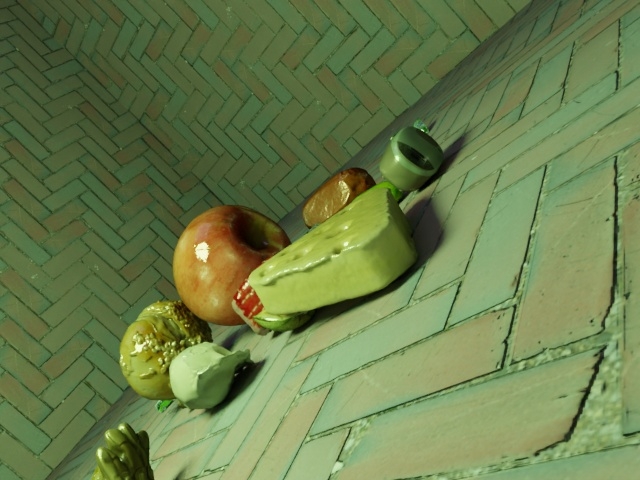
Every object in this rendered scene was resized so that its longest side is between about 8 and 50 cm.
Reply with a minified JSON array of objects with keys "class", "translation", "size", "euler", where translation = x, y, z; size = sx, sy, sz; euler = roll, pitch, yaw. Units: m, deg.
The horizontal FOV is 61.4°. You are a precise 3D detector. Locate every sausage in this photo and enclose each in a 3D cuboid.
[{"class":"sausage","translation":[0.058,-0.117,1.695],"size":[0.268,0.153,0.141],"euler":[-38,-23,33]}]

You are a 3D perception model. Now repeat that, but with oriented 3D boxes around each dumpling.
[{"class":"dumpling","translation":[-0.250,0.307,1.252],"size":[0.193,0.147,0.258],"euler":[-12,-21,-38]}]

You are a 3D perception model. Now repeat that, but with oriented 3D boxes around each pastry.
[{"class":"pastry","translation":[-0.424,0.313,1.580],"size":[0.184,0.284,0.315],"euler":[-20,12,26]}]

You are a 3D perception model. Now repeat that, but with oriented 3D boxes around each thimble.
[{"class":"thimble","translation":[-0.123,0.135,1.345],"size":[0.189,0.125,0.163],"euler":[-48,-10,-1]}]

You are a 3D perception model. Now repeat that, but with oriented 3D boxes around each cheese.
[{"class":"cheese","translation":[0.017,0.038,1.109],"size":[0.384,0.104,0.384],"euler":[-30,12,7]}]

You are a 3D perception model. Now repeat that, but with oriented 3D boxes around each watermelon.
[{"class":"watermelon","translation":[0.373,-0.404,2.001],"size":[0.061,0.085,0.085],"euler":[-3,-14,-28]}]

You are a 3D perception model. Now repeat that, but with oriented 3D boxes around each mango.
[{"class":"mango","translation":[0.147,-0.096,1.454],"size":[0.163,0.089,0.117],"euler":[-33,0,-2]}]

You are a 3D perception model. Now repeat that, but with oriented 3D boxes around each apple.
[{"class":"apple","translation":[-0.259,0.082,1.590],"size":[0.364,0.364,0.364],"euler":[-44,8,8]}]

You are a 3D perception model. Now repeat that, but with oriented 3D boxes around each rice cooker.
[{"class":"rice cooker","translation":[0.228,-0.205,1.368],"size":[0.127,0.145,0.206],"euler":[-52,1,30]}]

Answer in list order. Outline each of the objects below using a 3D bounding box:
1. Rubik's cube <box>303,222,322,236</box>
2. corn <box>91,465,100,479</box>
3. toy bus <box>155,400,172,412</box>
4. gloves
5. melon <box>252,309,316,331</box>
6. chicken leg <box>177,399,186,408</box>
[{"class":"Rubik's cube","translation":[0.000,0.000,1.635],"size":[0.111,0.093,0.111],"euler":[-45,9,9]},{"class":"corn","translation":[-0.536,0.603,1.357],"size":[0.080,0.080,0.238],"euler":[-48,10,-21]},{"class":"toy bus","translation":[-0.492,0.510,1.728],"size":[0.083,0.037,0.031],"euler":[-46,8,-3]},{"class":"gloves","translation":[-0.367,0.480,0.933],"size":[0.331,0.141,0.154],"euler":[-69,-2,-48]},{"class":"melon","translation":[-0.058,0.164,1.204],"size":[0.160,0.079,0.128],"euler":[-32,21,-20]},{"class":"chicken leg","translation":[-0.318,0.368,1.459],"size":[0.196,0.080,0.125],"euler":[-49,-4,-29]}]
